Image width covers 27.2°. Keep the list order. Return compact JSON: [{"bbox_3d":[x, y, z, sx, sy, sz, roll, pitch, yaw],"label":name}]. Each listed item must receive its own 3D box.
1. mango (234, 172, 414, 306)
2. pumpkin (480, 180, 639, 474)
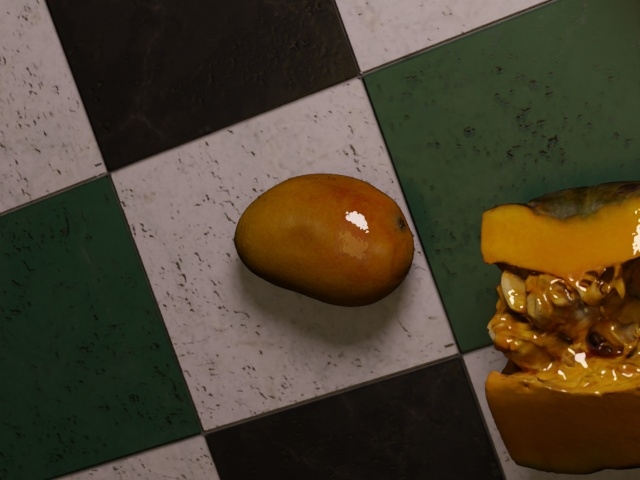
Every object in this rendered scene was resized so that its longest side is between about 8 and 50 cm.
[{"bbox_3d":[0.003,-0.005,1.544,0.221,0.120,0.152,17,104,22],"label":"mango"},{"bbox_3d":[0.297,0.093,1.401,0.225,0.256,0.303,-3,75,26],"label":"pumpkin"}]
